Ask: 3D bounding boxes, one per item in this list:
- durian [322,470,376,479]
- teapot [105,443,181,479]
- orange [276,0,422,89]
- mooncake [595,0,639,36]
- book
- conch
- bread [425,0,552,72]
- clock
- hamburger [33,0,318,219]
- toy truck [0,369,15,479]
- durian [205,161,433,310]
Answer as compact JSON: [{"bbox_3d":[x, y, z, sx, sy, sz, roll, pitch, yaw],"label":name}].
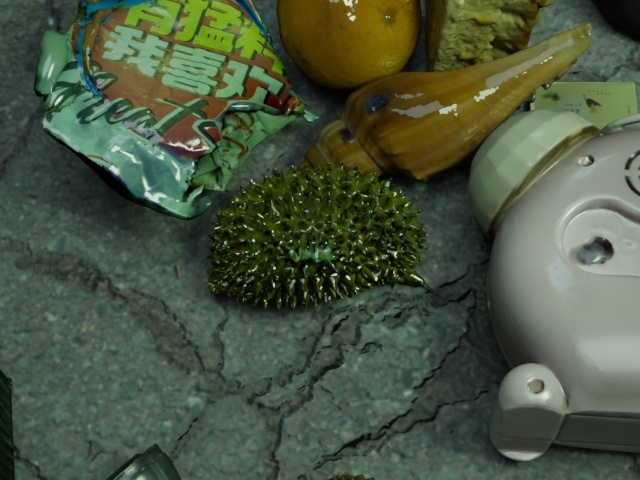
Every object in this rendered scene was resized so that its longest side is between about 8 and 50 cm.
[{"bbox_3d":[0.054,0.250,1.170,0.130,0.052,0.066,41,76,17],"label":"durian"},{"bbox_3d":[-0.165,0.251,1.175,0.091,0.124,0.092,49,34,4],"label":"teapot"},{"bbox_3d":[0.025,-0.230,1.336,0.136,0.159,0.159,14,61,49],"label":"orange"},{"bbox_3d":[0.387,-0.322,1.374,0.244,0.133,0.245,-4,62,8],"label":"mooncake"},{"bbox_3d":[0.271,-0.129,1.350,0.110,0.014,0.077,0,66,2],"label":"book"},{"bbox_3d":[0.112,-0.132,1.282,0.330,0.093,0.109,-28,52,17],"label":"conch"},{"bbox_3d":[0.167,-0.316,1.350,0.114,0.185,0.275,0,65,-4],"label":"bread"},{"bbox_3d":[0.303,0.033,1.199,0.342,0.184,0.326,7,62,0],"label":"clock"},{"bbox_3d":[-0.166,-0.146,1.322,0.260,0.150,0.276,46,59,2],"label":"hamburger"},{"bbox_3d":[-0.349,0.181,1.200,0.121,0.088,0.259,-9,67,0],"label":"toy truck"},{"bbox_3d":[0.001,-0.002,1.248,0.220,0.095,0.137,-3,102,-7],"label":"durian"}]
